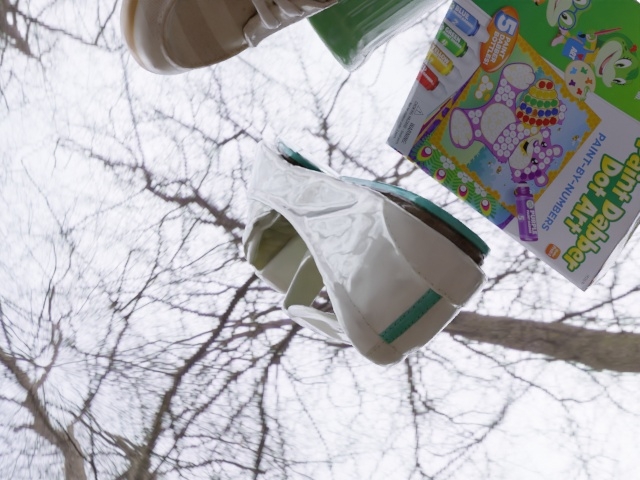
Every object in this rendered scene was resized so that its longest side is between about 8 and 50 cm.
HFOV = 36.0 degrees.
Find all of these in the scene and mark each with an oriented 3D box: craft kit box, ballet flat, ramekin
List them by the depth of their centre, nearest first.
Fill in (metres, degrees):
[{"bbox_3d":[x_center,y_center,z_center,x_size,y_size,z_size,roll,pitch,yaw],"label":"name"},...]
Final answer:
[{"bbox_3d":[0.000,0.000,0.821,0.139,0.400,0.139,-4,-76,-17],"label":"ballet flat"},{"bbox_3d":[0.206,-0.122,0.881,0.247,0.249,0.061,37,-143,19],"label":"craft kit box"},{"bbox_3d":[0.017,-0.345,1.040,0.148,0.303,0.303,-30,-88,11],"label":"ramekin"}]

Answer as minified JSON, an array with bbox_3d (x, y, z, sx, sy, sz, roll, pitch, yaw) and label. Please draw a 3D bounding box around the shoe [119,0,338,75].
[{"bbox_3d":[-0.005,-0.156,0.466,0.219,0.058,0.076,-44,-44,-2],"label":"shoe"}]
